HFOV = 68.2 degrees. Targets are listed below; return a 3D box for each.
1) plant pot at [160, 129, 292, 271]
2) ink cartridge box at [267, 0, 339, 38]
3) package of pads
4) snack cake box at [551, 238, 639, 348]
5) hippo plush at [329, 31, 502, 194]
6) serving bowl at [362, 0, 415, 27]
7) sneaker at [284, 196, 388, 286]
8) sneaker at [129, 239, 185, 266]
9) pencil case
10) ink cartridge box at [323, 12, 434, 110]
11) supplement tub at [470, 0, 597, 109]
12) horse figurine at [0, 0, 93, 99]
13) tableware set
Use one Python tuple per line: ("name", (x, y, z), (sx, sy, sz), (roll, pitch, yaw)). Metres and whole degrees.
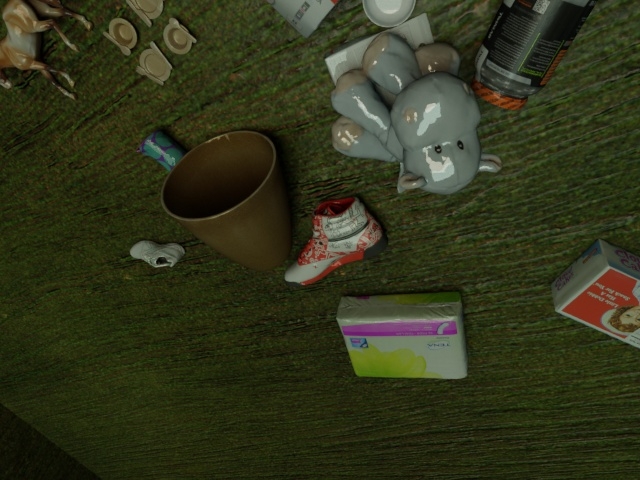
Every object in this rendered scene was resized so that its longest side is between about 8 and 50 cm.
("plant pot", (-0.155, -0.054, 0.980), (0.237, 0.237, 0.254), (-5, 141, 19))
("ink cartridge box", (-0.057, -0.390, 0.667), (0.189, 0.232, 0.066), (40, 97, -16))
("package of pads", (0.209, 0.242, 1.175), (0.297, 0.101, 0.229), (-5, 126, 19))
("snack cake box", (0.640, 0.124, 0.969), (0.264, 0.089, 0.152), (24, 132, -4))
("hippo plush", (0.135, -0.160, 0.742), (0.235, 0.236, 0.294), (-11, 121, 4))
("serving bowl", (0.109, -0.384, 0.746), (0.083, 0.027, 0.083), (8, 129, 10))
("sneaker", (0.001, -0.001, 1.047), (0.270, 0.090, 0.145), (-24, 117, 26))
("sneaker", (-0.428, 0.036, 1.213), (0.152, 0.061, 0.053), (1, 130, 16))
("pencil case", (-0.311, -0.166, 1.014), (0.070, 0.064, 0.152), (-40, 110, 19))
("ink cartridge box", (0.114, -0.291, 0.825), (0.179, 0.045, 0.145), (-22, 120, 8))
("supplement tub", (0.308, -0.301, 0.700), (0.117, 0.117, 0.190), (20, 130, -1))
("horse figurine", (-0.544, -0.384, 0.905), (0.175, 0.066, 0.263), (27, 132, -15))
("tableware set", (-0.315, -0.380, 0.873), (0.141, 0.020, 0.169), (43, 126, -19))
